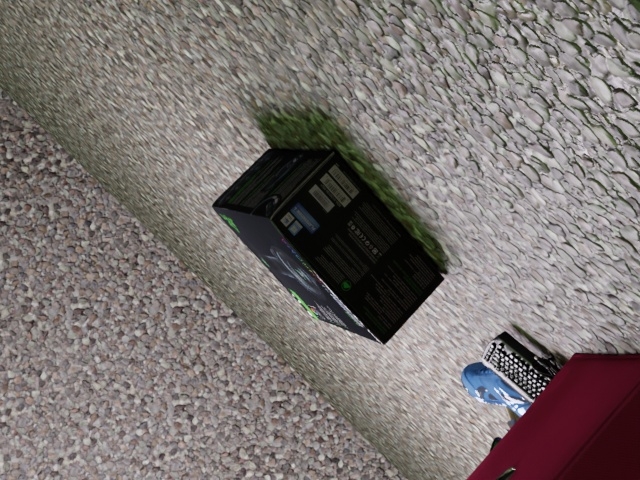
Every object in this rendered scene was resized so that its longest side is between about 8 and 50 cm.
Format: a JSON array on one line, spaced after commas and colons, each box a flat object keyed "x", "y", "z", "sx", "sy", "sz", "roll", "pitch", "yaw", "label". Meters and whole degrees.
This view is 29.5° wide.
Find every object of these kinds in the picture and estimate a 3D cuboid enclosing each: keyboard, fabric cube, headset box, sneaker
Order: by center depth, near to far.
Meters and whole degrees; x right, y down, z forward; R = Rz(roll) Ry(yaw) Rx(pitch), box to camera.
[{"x": 0.338, "y": 0.302, "z": 1.369, "sx": 0.259, "sy": 0.258, "sz": 0.254, "roll": 44, "pitch": 169, "yaw": -4, "label": "fabric cube"}, {"x": 0.290, "y": 0.194, "z": 1.585, "sx": 0.192, "sy": 0.038, "sz": 0.100, "roll": 39, "pitch": 136, "yaw": 19, "label": "keyboard"}, {"x": 0.264, "y": 0.195, "z": 1.722, "sx": 0.209, "sy": 0.069, "sz": 0.082, "roll": 23, "pitch": 140, "yaw": 61, "label": "sneaker"}, {"x": 0.000, "y": 0.000, "z": 1.726, "sx": 0.246, "sy": 0.131, "sz": 0.283, "roll": 48, "pitch": 168, "yaw": -19, "label": "headset box"}]

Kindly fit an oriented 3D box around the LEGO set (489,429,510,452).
[{"x": 0.338, "y": 0.310, "z": 1.614, "sx": 0.244, "sy": 0.060, "sz": 0.182, "roll": 14, "pitch": -172, "yaw": -36, "label": "LEGO set"}]

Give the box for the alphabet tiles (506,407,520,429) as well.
[{"x": 0.337, "y": 0.368, "z": 1.769, "sx": 0.278, "sy": 0.021, "sz": 0.284, "roll": 41, "pitch": -152, "yaw": -58, "label": "alphabet tiles"}]
